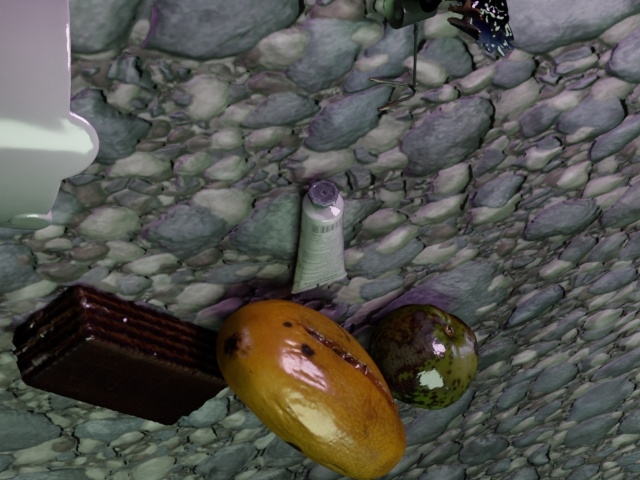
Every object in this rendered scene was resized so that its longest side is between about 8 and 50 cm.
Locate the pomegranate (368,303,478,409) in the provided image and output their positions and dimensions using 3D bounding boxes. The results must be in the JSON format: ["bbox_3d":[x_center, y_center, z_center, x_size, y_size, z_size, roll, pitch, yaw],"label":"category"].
[{"bbox_3d":[0.115,0.134,1.583,0.138,0.163,0.126,9,96,-32],"label":"pomegranate"}]

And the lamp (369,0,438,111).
[{"bbox_3d":[0.077,-0.175,1.169,0.054,0.041,0.121,-15,144,-26],"label":"lamp"}]

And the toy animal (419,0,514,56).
[{"bbox_3d":[0.140,-0.223,1.112,0.108,0.062,0.220,-47,151,-20],"label":"toy animal"}]

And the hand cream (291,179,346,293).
[{"bbox_3d":[0.000,0.000,1.376,0.067,0.042,0.194,-22,154,-14],"label":"hand cream"}]

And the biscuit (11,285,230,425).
[{"bbox_3d":[-0.205,0.130,1.414,0.106,0.070,0.252,-36,145,22],"label":"biscuit"}]

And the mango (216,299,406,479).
[{"bbox_3d":[0.006,0.169,1.468,0.295,0.177,0.120,35,112,-30],"label":"mango"}]

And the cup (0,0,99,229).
[{"bbox_3d":[-0.315,-0.116,0.885,0.257,0.219,0.289,1,173,-31],"label":"cup"}]
